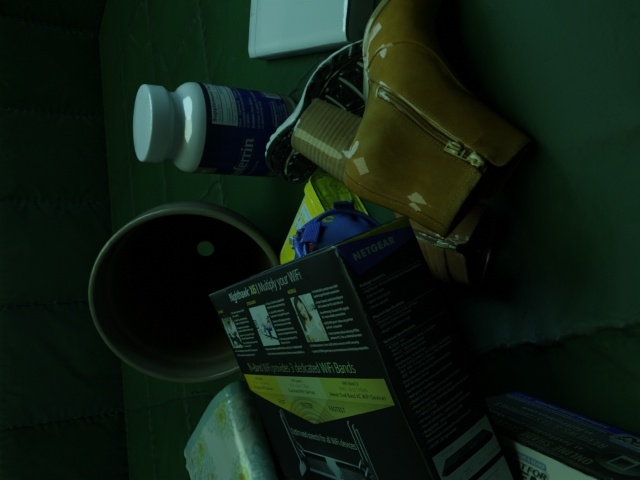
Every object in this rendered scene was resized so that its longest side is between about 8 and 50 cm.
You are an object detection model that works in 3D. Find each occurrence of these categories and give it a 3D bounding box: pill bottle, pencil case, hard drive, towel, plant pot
[{"bbox_3d":[-0.178,-0.192,0.914,0.153,0.264,0.153,3,93,59],"label":"pill bottle"},{"bbox_3d":[0.003,0.090,0.701,0.306,0.133,0.119,107,-172,-48],"label":"pencil case"},{"bbox_3d":[-0.026,-0.432,0.866,0.353,0.047,0.233,24,111,56],"label":"hard drive"},{"bbox_3d":[-0.185,0.526,1.124,0.320,0.090,0.374,63,140,31],"label":"towel"},{"bbox_3d":[-0.229,0.056,0.995,0.280,0.323,0.323,-106,25,-70],"label":"plant pot"}]

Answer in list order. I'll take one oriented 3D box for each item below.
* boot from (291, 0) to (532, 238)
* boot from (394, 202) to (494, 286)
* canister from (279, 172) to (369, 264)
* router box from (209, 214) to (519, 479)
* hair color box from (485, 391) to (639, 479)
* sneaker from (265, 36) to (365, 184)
[{"bbox_3d":[0.129,-0.153,0.560,0.211,0.295,0.104,30,164,19],"label":"boot"},{"bbox_3d":[0.130,-0.048,0.598,0.152,0.073,0.197,18,118,59],"label":"boot"},{"bbox_3d":[0.000,0.000,0.810,0.126,0.073,0.170,64,142,36],"label":"canister"},{"bbox_3d":[0.013,0.132,0.523,0.309,0.081,0.243,-22,91,58],"label":"router box"},{"bbox_3d":[0.204,0.327,0.448,0.185,0.110,0.339,6,97,61],"label":"hair color box"},{"bbox_3d":[0.015,-0.199,0.759,0.271,0.100,0.108,-39,22,41],"label":"sneaker"}]
